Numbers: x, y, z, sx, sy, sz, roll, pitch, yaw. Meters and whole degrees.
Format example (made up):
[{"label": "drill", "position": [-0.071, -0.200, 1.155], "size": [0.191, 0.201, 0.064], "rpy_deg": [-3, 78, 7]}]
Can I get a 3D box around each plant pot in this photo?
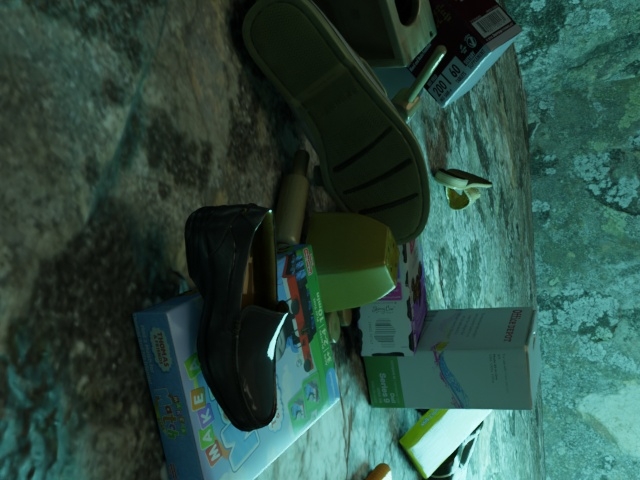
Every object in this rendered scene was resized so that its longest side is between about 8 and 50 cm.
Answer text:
[{"label": "plant pot", "position": [0.037, 0.021, 0.738], "size": [0.081, 0.083, 0.081], "rpy_deg": [62, 31, -49]}]

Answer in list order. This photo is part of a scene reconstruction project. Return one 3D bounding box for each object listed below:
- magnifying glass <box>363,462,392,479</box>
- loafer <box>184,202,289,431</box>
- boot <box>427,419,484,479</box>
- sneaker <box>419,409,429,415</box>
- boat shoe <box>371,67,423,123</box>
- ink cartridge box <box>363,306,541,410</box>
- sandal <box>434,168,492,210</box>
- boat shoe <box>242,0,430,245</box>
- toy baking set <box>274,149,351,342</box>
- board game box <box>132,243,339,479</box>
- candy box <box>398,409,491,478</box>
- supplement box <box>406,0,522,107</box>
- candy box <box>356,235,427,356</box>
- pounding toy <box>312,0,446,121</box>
[{"label": "magnifying glass", "position": [0.039, 0.312, 0.814], "size": [0.231, 0.026, 0.092], "rpy_deg": [-11, 94, -68]}, {"label": "loafer", "position": [-0.052, 0.056, 0.511], "size": [0.062, 0.061, 0.169], "rpy_deg": [-21, 101, -60]}, {"label": "boot", "position": [0.226, 0.385, 1.198], "size": [0.198, 0.077, 0.136], "rpy_deg": [-26, 113, -52]}, {"label": "sneaker", "position": [0.213, 0.223, 1.202], "size": [0.262, 0.104, 0.125], "rpy_deg": [16, 41, -58]}, {"label": "boat shoe", "position": [0.097, -0.278, 1.026], "size": [0.084, 0.095, 0.257], "rpy_deg": [106, -16, -80]}, {"label": "ink cartridge box", "position": [0.183, 0.157, 0.956], "size": [0.154, 0.213, 0.093], "rpy_deg": [-35, 116, -65]}, {"label": "sandal", "position": [0.287, -0.102, 1.491], "size": [0.240, 0.088, 0.079], "rpy_deg": [-6, 120, -61]}, {"label": "boat shoe", "position": [0.031, -0.135, 0.761], "size": [0.302, 0.113, 0.103], "rpy_deg": [59, 17, -21]}, {"label": "toy baking set", "position": [-0.002, -0.002, 0.804], "size": [0.196, 0.030, 0.256], "rpy_deg": [55, 36, -54]}, {"label": "board game box", "position": [-0.058, 0.104, 0.596], "size": [0.211, 0.039, 0.160], "rpy_deg": [-26, 108, -58]}, {"label": "candy box", "position": [0.211, 0.263, 1.078], "size": [0.206, 0.027, 0.105], "rpy_deg": [-41, 131, -14]}, {"label": "supplement box", "position": [0.130, -0.307, 0.916], "size": [0.073, 0.130, 0.239], "rpy_deg": [-36, 83, -29]}, {"label": "candy box", "position": [0.091, 0.030, 0.918], "size": [0.165, 0.070, 0.196], "rpy_deg": [-45, 130, -70]}, {"label": "pounding toy", "position": [0.091, -0.255, 0.865], "size": [0.094, 0.181, 0.206], "rpy_deg": [-50, 133, -32]}]
